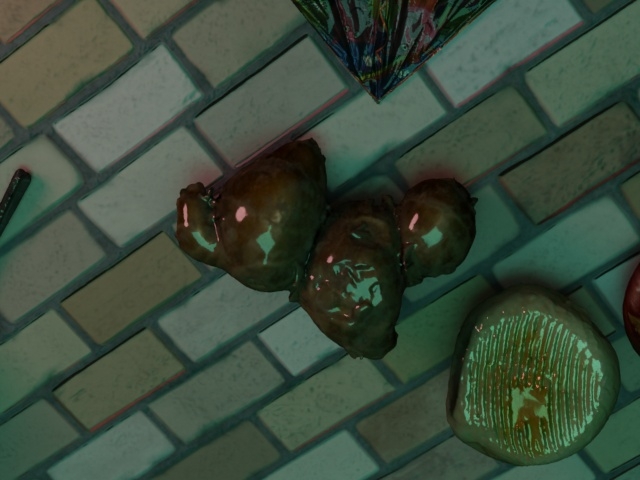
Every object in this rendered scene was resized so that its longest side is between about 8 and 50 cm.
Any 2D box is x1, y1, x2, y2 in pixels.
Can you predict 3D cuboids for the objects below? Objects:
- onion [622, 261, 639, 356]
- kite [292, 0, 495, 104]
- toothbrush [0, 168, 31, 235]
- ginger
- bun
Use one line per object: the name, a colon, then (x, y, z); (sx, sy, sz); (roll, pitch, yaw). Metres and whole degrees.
onion: (0.518, 0.093, 1.621); (0.248, 0.161, 0.248); (-3, 102, -14)
kite: (0.084, -0.272, 1.517); (0.321, 0.016, 0.234); (3, 116, 0)
toothbrush: (-0.455, 0.023, 1.671); (0.030, 0.030, 0.297); (32, 114, -3)
ginger: (0.000, 0.000, 1.579); (0.375, 0.176, 0.256); (18, 98, -5)
bun: (0.273, 0.172, 1.660); (0.243, 0.153, 0.244); (1, 96, 6)
